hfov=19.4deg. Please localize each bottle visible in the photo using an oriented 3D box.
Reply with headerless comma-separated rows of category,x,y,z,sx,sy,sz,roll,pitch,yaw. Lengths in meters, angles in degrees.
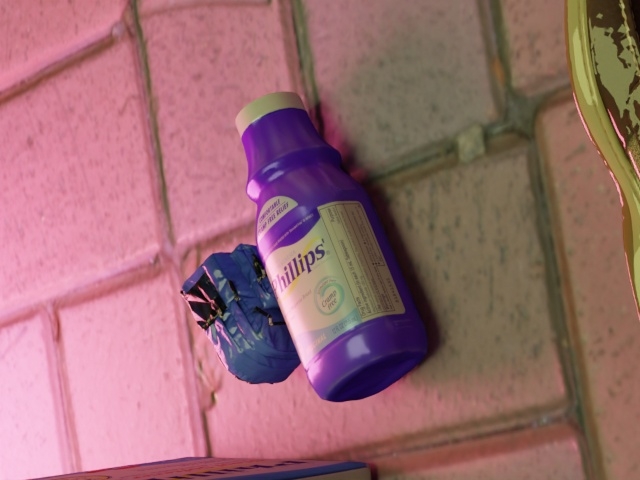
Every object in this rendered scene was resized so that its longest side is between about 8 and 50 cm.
bottle,0.000,0.000,1.681,0.118,0.092,0.283,-42,61,42

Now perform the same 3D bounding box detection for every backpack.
backpack,-0.060,0.069,1.749,0.101,0.098,0.120,-47,57,35

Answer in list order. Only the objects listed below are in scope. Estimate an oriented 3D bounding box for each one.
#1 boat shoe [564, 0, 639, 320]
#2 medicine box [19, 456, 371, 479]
boat shoe,0.275,-0.071,1.356,0.123,0.123,0.342,-16,83,39
medicine box,-0.135,0.287,1.718,0.289,0.263,0.149,-7,87,48
